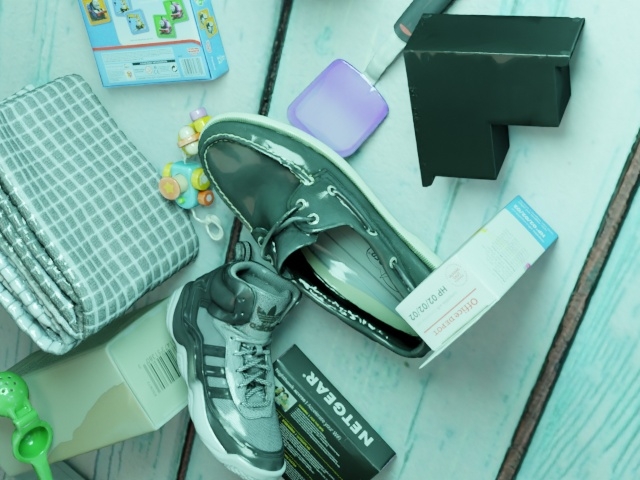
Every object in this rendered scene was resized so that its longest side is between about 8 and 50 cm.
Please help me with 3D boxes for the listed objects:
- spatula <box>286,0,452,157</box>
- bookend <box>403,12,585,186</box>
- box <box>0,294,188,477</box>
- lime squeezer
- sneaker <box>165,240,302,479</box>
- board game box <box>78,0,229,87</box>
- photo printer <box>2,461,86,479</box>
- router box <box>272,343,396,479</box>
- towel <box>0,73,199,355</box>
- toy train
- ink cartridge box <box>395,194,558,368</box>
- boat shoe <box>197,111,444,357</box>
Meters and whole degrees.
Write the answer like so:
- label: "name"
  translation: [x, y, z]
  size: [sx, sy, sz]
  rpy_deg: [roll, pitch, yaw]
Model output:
- label: "spatula"
  translation: [0.071, -0.190, 1.412]
  size: [0.084, 0.030, 0.296]
  rpy_deg: [46, 131, 3]
- label: "bookend"
  translation: [0.170, -0.129, 1.352]
  size: [0.157, 0.072, 0.156]
  rpy_deg: [4, 129, 21]
- label: "box"
  translation: [-0.292, 0.186, 1.799]
  size: [0.311, 0.148, 0.121]
  rpy_deg: [-22, 101, 42]
- label: "lime squeezer"
  translation: [-0.381, 0.225, 1.749]
  size: [0.110, 0.059, 0.310]
  rpy_deg: [-22, 102, 40]
- label: "sneaker"
  translation: [-0.081, 0.129, 1.601]
  size: [0.153, 0.101, 0.269]
  rpy_deg: [-46, 54, 34]
- label: "board game box"
  translation: [-0.196, -0.274, 1.543]
  size: [0.160, 0.039, 0.212]
  rpy_deg: [1, 116, 34]
- label: "photo printer"
  translation: [-0.378, 0.474, 2.043]
  size: [0.256, 0.107, 0.307]
  rpy_deg: [38, 131, 11]
- label: "router box"
  translation: [-0.015, 0.229, 1.696]
  size: [0.179, 0.046, 0.133]
  rpy_deg: [47, 131, 3]
- label: "towel"
  translation: [-0.289, -0.042, 1.609]
  size: [0.121, 0.235, 0.284]
  rpy_deg: [-31, 96, 38]
- label: "toy train"
  translation: [-0.125, -0.074, 1.590]
  size: [0.125, 0.046, 0.166]
  rpy_deg: [48, 133, 16]
- label: "ink cartridge box"
  translation: [0.145, 0.039, 1.389]
  size: [0.061, 0.181, 0.104]
  rpy_deg: [47, 131, 3]
- label: "boat shoe"
  translation: [-0.002, 0.003, 1.484]
  size: [0.340, 0.113, 0.127]
  rpy_deg: [43, 126, -6]
